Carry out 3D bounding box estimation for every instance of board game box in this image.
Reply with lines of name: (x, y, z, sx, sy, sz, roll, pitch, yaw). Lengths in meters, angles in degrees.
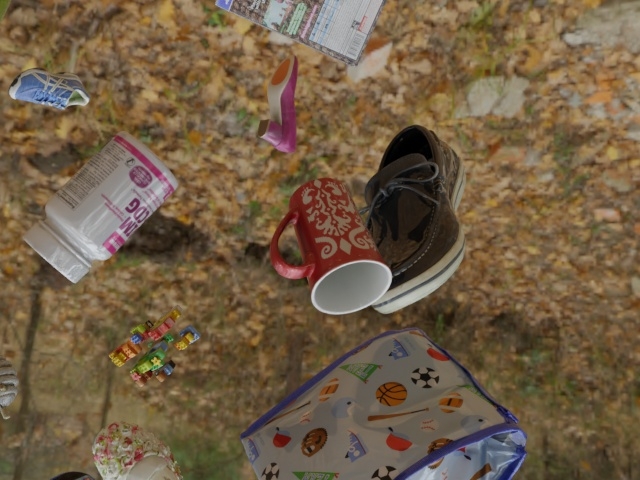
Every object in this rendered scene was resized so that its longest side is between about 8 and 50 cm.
board game box: (-0.017, -0.501, 1.413, 0.291, 0.232, 0.141, 23, -159, -9)

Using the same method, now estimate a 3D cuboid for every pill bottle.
pill bottle: (-0.431, -0.063, 1.468, 0.160, 0.283, 0.160, 39, 168, 10)

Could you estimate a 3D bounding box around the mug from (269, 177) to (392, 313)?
mug: (0.008, -0.005, 1.028, 0.113, 0.169, 0.150, -38, 138, 22)

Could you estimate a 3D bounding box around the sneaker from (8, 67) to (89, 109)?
sneaker: (-0.647, -0.362, 1.799, 0.211, 0.081, 0.080, -21, 152, -53)

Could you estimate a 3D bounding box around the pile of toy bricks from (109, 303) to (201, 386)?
pile of toy bricks: (-0.330, 0.226, 1.442, 0.212, 0.105, 0.118, -33, 105, 29)

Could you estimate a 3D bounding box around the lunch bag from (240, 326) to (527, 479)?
lunch bag: (0.110, 0.351, 1.243, 0.239, 0.385, 0.328, 52, 175, -33)

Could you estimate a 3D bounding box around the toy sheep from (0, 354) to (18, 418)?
toy sheep: (-0.552, 0.239, 1.257, 0.091, 0.132, 0.091, -22, 163, -7)

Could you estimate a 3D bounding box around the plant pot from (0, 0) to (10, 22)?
plant pot: (-0.826, -0.595, 1.632, 0.366, 0.353, 0.366, 16, -164, -5)

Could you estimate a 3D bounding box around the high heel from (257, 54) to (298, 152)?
high heel: (-0.080, -0.354, 1.948, 0.082, 0.244, 0.117, 0, 162, 45)

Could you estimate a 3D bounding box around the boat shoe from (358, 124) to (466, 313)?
boat shoe: (0.148, -0.053, 1.285, 0.186, 0.500, 0.156, -28, 111, 29)

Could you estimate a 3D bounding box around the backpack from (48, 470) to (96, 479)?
backpack: (-0.412, 0.463, 1.181, 0.158, 0.173, 0.117, 39, 145, 25)

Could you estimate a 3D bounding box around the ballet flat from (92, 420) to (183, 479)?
ballet flat: (-0.190, 0.318, 0.919, 0.077, 0.091, 0.241, 9, 134, 47)
